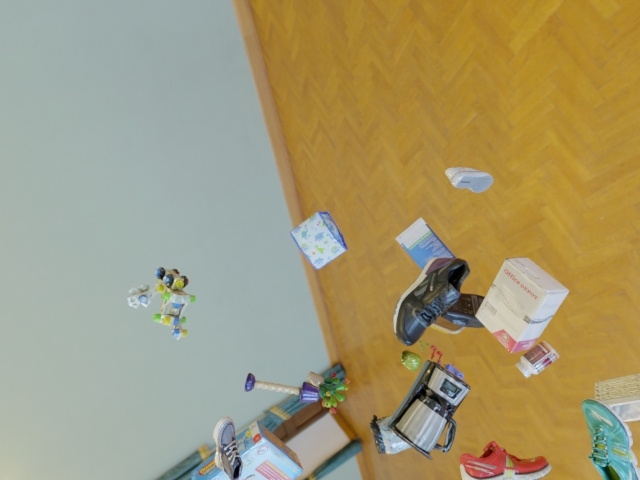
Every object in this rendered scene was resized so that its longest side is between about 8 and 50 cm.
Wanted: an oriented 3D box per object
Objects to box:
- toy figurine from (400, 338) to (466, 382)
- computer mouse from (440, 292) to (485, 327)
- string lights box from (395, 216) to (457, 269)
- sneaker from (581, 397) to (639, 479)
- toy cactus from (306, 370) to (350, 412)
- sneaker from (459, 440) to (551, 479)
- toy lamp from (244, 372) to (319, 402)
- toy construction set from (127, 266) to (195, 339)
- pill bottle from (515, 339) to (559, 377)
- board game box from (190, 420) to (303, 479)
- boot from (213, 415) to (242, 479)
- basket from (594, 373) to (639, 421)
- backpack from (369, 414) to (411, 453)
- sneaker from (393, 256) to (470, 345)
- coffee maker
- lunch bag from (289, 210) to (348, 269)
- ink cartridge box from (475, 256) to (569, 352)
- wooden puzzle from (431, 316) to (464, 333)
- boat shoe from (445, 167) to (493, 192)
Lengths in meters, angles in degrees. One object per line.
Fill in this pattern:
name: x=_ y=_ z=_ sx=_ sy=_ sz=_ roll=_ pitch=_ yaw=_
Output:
toy figurine: x=0.597 y=0.612 z=2.050 sx=0.363 sy=0.191 sz=0.217 roll=39 pitch=154 yaw=-19
computer mouse: x=0.457 y=0.225 z=1.412 sx=0.273 sy=0.188 sz=0.072 roll=14 pitch=132 yaw=5
string lights box: x=0.432 y=0.050 z=1.658 sx=0.259 sy=0.133 sz=0.077 roll=52 pitch=-167 yaw=13
sneaker: x=0.819 y=0.593 z=1.196 sx=0.107 sy=0.110 sz=0.275 roll=134 pitch=125 yaw=-61
toy cactus: x=0.028 y=0.601 z=1.735 sx=0.181 sy=0.219 sz=0.112 roll=34 pitch=115 yaw=3
sneaker: x=0.531 y=0.637 z=1.209 sx=0.107 sy=0.279 sz=0.118 roll=111 pitch=154 yaw=-52
toy lamp: x=-0.141 y=0.554 z=1.577 sx=0.080 sy=0.275 sz=0.080 roll=11 pitch=-90 yaw=-87
toy construction set: x=-0.601 y=0.223 z=1.619 sx=0.328 sy=0.151 sz=0.214 roll=17 pitch=94 yaw=36
pill bottle: x=0.858 y=0.474 z=1.672 sx=0.086 sy=0.152 sz=0.086 roll=49 pitch=-173 yaw=-8
board game box: x=-0.269 y=0.875 z=1.592 sx=0.308 sy=0.302 sz=0.086 roll=58 pitch=172 yaw=-33
boot: x=-0.259 y=0.604 z=1.219 sx=0.086 sy=0.069 sz=0.189 roll=25 pitch=122 yaw=37
basket: x=1.011 y=0.519 z=1.387 sx=0.113 sy=0.103 sz=0.167 roll=33 pitch=139 yaw=-12
backpack: x=0.298 y=0.764 z=1.668 sx=0.115 sy=0.182 sz=0.151 roll=-119 pitch=14 yaw=-71
sneaker: x=0.300 y=0.155 z=1.125 sx=0.107 sy=0.283 sz=0.124 roll=41 pitch=158 yaw=-18
coffee maker: x=0.235 y=0.364 z=0.943 sx=0.120 sy=0.178 sz=0.171 roll=38 pitch=171 yaw=-16
lunch bag: x=0.000 y=0.000 z=1.345 sx=0.151 sy=0.129 sz=0.096 roll=58 pitch=-159 yaw=11
ink cartridge box: x=0.553 y=0.176 z=1.172 sx=0.158 sy=0.092 sz=0.217 roll=-124 pitch=38 yaw=-48
wooden puzzle: x=0.429 y=0.288 z=1.561 sx=0.239 sy=0.221 sz=0.044 roll=14 pitch=100 yaw=34
boat shoe: x=0.529 y=-0.227 z=1.489 sx=0.083 sy=0.226 sz=0.075 roll=-54 pitch=52 yaw=31
